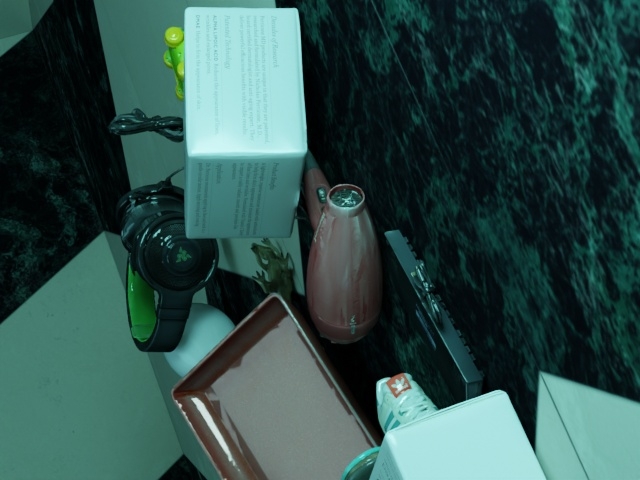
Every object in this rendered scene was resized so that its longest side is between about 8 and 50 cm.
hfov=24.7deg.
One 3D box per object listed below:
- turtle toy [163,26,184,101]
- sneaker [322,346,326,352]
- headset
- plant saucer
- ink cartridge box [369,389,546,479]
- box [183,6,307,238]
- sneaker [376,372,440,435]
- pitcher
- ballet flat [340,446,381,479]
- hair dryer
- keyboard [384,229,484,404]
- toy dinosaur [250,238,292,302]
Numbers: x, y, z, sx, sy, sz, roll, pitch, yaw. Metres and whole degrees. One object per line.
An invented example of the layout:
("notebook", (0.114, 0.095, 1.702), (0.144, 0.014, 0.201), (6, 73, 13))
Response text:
("turtle toy", (-0.160, -0.222, 1.911), (0.095, 0.066, 0.130), (114, 136, -73))
("sneaker", (-0.036, 0.230, 1.883), (0.090, 0.115, 0.232), (-124, 21, -51))
("headset", (-0.271, -0.011, 2.312), (0.243, 0.185, 0.394), (-126, 45, -58))
("plant saucer", (-0.040, 0.224, 1.756), (0.258, 0.048, 0.259), (-44, 73, 40))
("ink cartridge box", (0.129, 0.288, 1.297), (0.283, 0.117, 0.207), (100, 149, -62))
("box", (-0.083, -0.120, 1.525), (0.181, 0.119, 0.182), (102, 166, -62))
("sneaker", (0.087, 0.173, 1.448), (0.161, 0.057, 0.075), (-172, 60, -78))
("pitcher", (-0.181, 0.210, 2.407), (0.207, 0.125, 0.177), (41, 134, 50))
("ballet flat", (0.083, 0.309, 1.592), (0.096, 0.095, 0.280), (55, 170, 25))
("hair dryer", (0.000, 0.000, 1.531), (0.293, 0.080, 0.223), (148, 105, -76))
("keyboard", (0.103, 0.068, 1.333), (0.108, 0.023, 0.180), (80, 165, -54))
("toy dinosaur", (-0.053, 0.058, 1.911), (0.092, 0.053, 0.183), (65, -174, -55))
